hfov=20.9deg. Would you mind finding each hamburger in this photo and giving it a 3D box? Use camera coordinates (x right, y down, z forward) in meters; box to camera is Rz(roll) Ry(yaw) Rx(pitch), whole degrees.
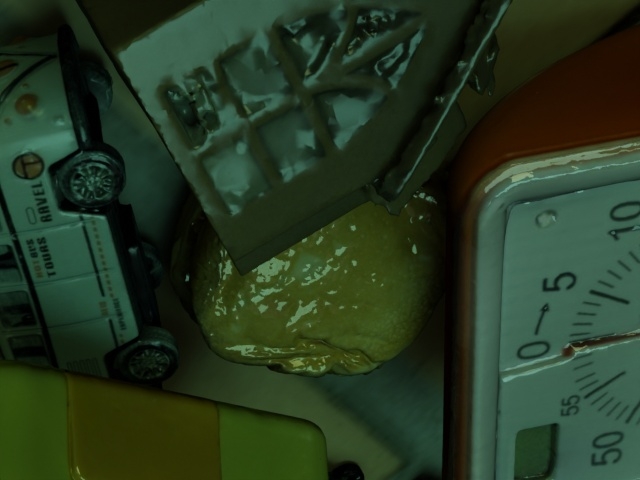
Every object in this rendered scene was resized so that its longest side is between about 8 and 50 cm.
[{"bbox_3d":[0.000,0.000,0.854,0.138,0.083,0.147,12,118,-27],"label":"hamburger"}]

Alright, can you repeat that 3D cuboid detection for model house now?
[{"bbox_3d":[0.035,-0.111,0.712,0.248,0.181,0.176,-30,127,-3],"label":"model house"}]

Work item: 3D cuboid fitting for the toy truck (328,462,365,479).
[{"bbox_3d":[-0.011,0.154,0.988,0.083,0.049,0.054,22,115,-36],"label":"toy truck"}]

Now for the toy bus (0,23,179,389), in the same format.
[{"bbox_3d":[-0.123,-0.003,0.795,0.089,0.087,0.194,-13,131,-3],"label":"toy bus"}]

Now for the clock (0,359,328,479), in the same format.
[{"bbox_3d":[-0.104,0.127,0.799,0.202,0.096,0.143,17,153,-36],"label":"clock"}]

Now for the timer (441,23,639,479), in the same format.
[{"bbox_3d":[0.167,0.025,0.873,0.250,0.161,0.257,-21,132,-22],"label":"timer"}]
